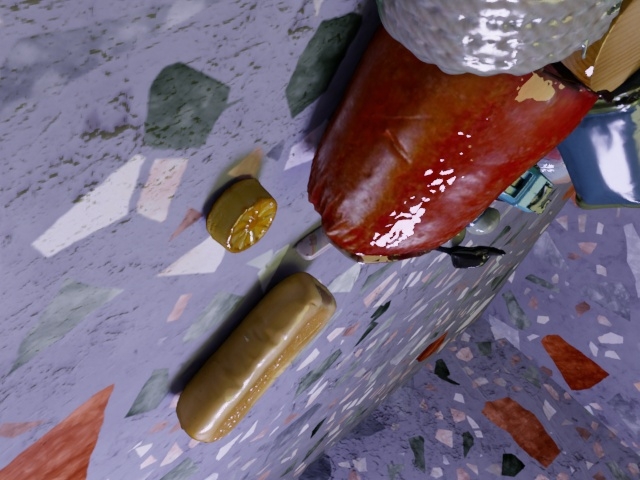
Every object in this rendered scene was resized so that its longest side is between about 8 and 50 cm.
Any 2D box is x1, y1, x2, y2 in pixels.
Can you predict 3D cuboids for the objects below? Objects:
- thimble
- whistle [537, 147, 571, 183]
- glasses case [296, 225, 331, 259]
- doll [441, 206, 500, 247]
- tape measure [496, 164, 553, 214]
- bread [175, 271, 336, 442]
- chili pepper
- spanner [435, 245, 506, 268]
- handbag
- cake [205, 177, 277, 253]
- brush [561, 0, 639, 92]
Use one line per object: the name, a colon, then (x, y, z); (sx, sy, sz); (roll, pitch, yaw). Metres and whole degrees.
thimble: (0.152, -0.249, 0.566); (0.219, 0.219, 0.150); (-41, 159, -17)
whistle: (0.450, -0.240, 1.299); (0.189, 0.189, 0.347); (-31, 143, -37)
glasses case: (0.000, 0.000, 1.007); (0.083, 0.032, 0.021); (-34, 153, -30)
doll: (0.257, -0.125, 1.113); (0.228, 0.154, 0.258); (-13, 143, -47)
tape measure: (0.244, -0.104, 0.957); (0.146, 0.125, 0.081); (26, 108, -30)
bread: (-0.103, 0.176, 1.045); (0.305, 0.091, 0.142); (-48, 153, 4)
chili pepper: (0.135, -0.136, 0.793); (0.251, 0.229, 0.305); (-12, 151, -44)
spanner: (0.211, 0.009, 1.195); (0.087, 0.024, 0.316); (-13, -170, -16)
handbag: (0.492, -0.205, 1.102); (0.263, 0.222, 0.241); (-50, 123, -25)
cake: (-0.088, -0.027, 0.756); (0.084, 0.044, 0.084); (-42, 160, -19)
brush: (0.378, -0.315, 0.940); (0.267, 0.166, 0.174); (-26, 141, -31)
